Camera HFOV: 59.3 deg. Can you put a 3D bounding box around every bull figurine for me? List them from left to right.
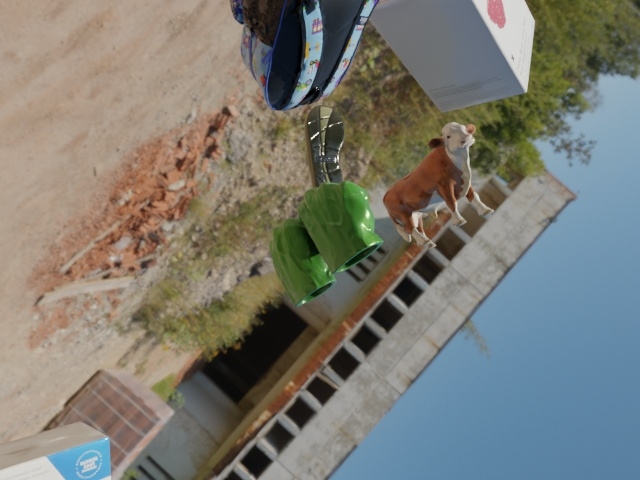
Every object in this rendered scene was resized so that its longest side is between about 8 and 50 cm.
[{"bbox_3d":[0.247,-0.106,1.181,0.101,0.188,0.310,-14,165,-32],"label":"bull figurine"}]

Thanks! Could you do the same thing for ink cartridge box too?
[{"bbox_3d":[-0.306,0.337,0.617,0.078,0.231,0.134,1,-176,43],"label":"ink cartridge box"}]

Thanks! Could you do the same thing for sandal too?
[{"bbox_3d":[0.000,-0.237,1.578,0.086,0.120,0.303,-20,-113,62],"label":"sandal"}]

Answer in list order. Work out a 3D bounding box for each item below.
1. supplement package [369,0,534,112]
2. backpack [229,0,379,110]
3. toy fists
[{"bbox_3d":[0.235,-0.394,0.986,0.175,0.293,0.177,-5,-118,40],"label":"supplement package"},{"bbox_3d":[-0.023,-0.240,0.631,0.158,0.117,0.173,-30,154,-37],"label":"backpack"},{"bbox_3d":[0.000,0.000,0.977,0.096,0.142,0.279,-21,165,-37],"label":"toy fists"}]
